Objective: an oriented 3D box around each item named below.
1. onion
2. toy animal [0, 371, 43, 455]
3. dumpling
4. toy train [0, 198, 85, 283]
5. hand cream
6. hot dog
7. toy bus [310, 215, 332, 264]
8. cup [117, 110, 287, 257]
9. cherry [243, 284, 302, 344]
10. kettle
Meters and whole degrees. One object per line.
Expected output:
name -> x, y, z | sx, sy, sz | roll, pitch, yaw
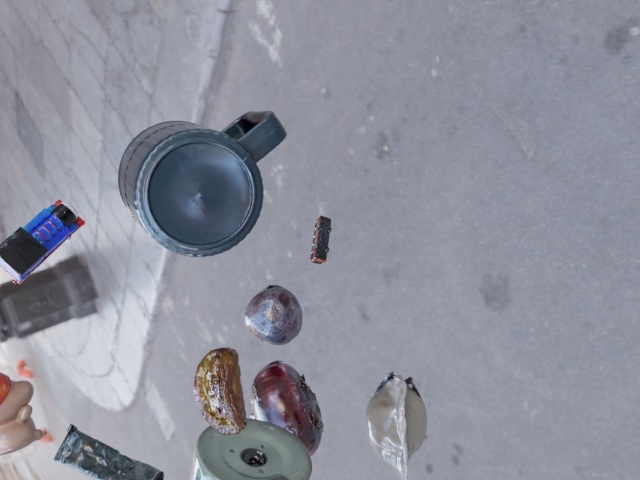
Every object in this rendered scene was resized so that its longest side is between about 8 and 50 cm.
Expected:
onion -> -0.120, 0.527, 2.065 | 0.314, 0.232, 0.313 | 161, 90, -87
toy animal -> -0.753, 0.399, 1.563 | 0.171, 0.171, 0.197 | -2, 107, 57
dumpling -> 0.175, 0.467, 1.664 | 0.163, 0.204, 0.292 | 15, 130, 22
toy train -> -0.614, -0.004, 1.471 | 0.083, 0.204, 0.131 | 43, 153, -8
hand cream -> -0.418, 0.447, 1.343 | 0.248, 0.075, 0.052 | 19, 140, 14
hot dog -> -0.165, 0.253, 1.123 | 0.099, 0.065, 0.147 | -13, 81, 46
toy bus -> 0.000, 0.000, 1.462 | 0.043, 0.031, 0.110 | -43, 33, 54
cup -> -0.221, -0.109, 1.281 | 0.292, 0.308, 0.242 | -151, 52, -69
cherry -> -0.143, 0.237, 2.127 | 0.195, 0.195, 0.195 | 34, 134, 43
kettle -> -0.159, 0.609, 1.416 | 0.319, 0.247, 0.342 | 39, 119, 53
